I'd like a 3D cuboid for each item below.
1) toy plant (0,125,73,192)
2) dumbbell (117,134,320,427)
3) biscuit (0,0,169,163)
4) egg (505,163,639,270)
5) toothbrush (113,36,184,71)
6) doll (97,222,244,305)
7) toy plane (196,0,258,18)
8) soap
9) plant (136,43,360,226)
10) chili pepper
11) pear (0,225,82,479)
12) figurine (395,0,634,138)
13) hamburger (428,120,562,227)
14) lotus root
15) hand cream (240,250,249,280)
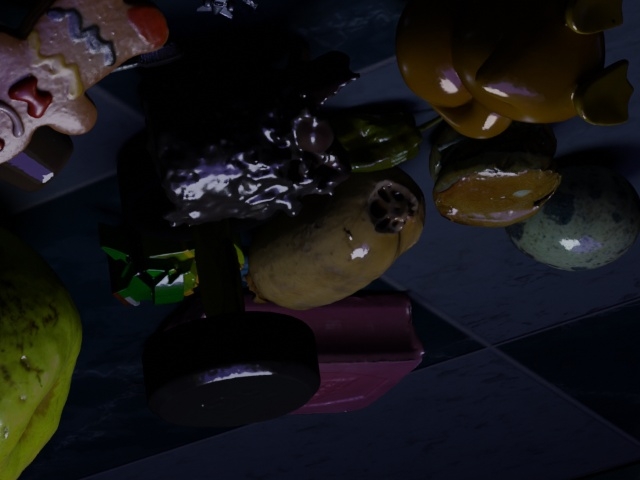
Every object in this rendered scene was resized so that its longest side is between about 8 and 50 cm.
[{"bbox_3d":[-0.351,-0.132,1.646,0.143,0.105,0.200,-40,114,20],"label":"toy plant"},{"bbox_3d":[-0.120,0.039,1.875,0.203,0.322,0.204,-8,156,-4],"label":"dumbbell"},{"bbox_3d":[-0.265,-0.162,1.564,0.250,0.036,0.165,-42,133,5],"label":"biscuit"},{"bbox_3d":[0.334,-0.029,2.129,0.181,0.141,0.141,-8,157,9],"label":"egg"},{"bbox_3d":[-0.289,-0.175,1.700,0.294,0.026,0.028,-12,138,3],"label":"toothbrush"},{"bbox_3d":[-0.190,0.020,2.074,0.186,0.106,0.134,-6,144,-9],"label":"doll"},{"bbox_3d":[-0.098,-0.249,1.605,0.078,0.031,0.083,9,155,-11],"label":"toy plane"},{"bbox_3d":[-0.057,0.172,2.442,0.359,0.128,0.233,1,153,-26],"label":"soap"},{"bbox_3d":[-0.079,-0.119,1.731,0.234,0.178,0.204,-19,145,-7],"label":"plant"},{"bbox_3d":[0.067,-0.118,1.910,0.204,0.072,0.073,-5,165,-18],"label":"chili pepper"},{"bbox_3d":[-0.487,0.134,1.933,0.391,0.391,0.391,-8,156,-4],"label":"pear"},{"bbox_3d":[0.192,-0.198,1.640,0.215,0.215,0.228,-2,-163,-18],"label":"figurine"},{"bbox_3d":[0.211,-0.099,1.978,0.185,0.113,0.177,20,149,-35],"label":"hamburger"},{"bbox_3d":[0.000,0.000,2.043,0.169,0.151,0.342,-39,-173,-38],"label":"lotus root"},{"bbox_3d":[-0.118,0.035,2.227,0.083,0.048,0.224,-27,157,35],"label":"hand cream"}]
